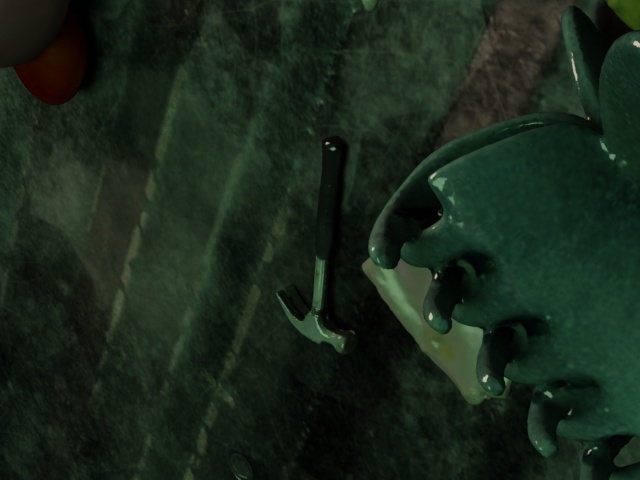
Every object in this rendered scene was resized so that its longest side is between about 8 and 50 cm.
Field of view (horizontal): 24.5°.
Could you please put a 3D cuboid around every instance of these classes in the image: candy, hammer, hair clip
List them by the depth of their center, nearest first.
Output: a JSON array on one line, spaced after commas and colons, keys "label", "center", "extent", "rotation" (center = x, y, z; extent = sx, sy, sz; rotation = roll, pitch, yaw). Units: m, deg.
[{"label": "hair clip", "center": [0.213, 0.024, 1.087], "extent": [0.238, 0.392, 0.318], "rotation": [-39, 99, 9]}, {"label": "candy", "center": [0.153, 0.030, 1.315], "extent": [0.195, 0.184, 0.137], "rotation": [52, 134, 11]}, {"label": "hammer", "center": [0.000, 0.000, 1.576], "extent": [0.103, 0.029, 0.246], "rotation": [25, 127, 34]}]

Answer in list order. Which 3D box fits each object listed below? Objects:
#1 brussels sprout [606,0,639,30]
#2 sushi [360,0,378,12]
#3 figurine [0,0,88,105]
[{"label": "brussels sprout", "center": [0.284, -0.269, 0.982], "extent": [0.273, 0.242, 0.317], "rotation": [-162, 55, -72]}, {"label": "sushi", "center": [0.061, -0.337, 1.280], "extent": [0.134, 0.109, 0.273], "rotation": [21, 140, 32]}, {"label": "figurine", "center": [-0.378, -0.312, 1.671], "extent": [0.211, 0.261, 0.270], "rotation": [-46, 74, 20]}]
